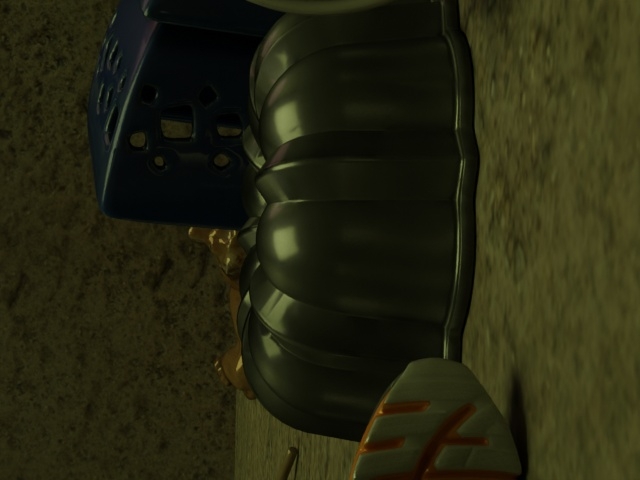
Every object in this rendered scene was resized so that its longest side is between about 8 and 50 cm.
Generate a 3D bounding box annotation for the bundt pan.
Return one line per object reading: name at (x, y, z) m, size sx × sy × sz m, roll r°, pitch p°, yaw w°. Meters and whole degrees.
bundt pan at (0.008, -0.017, 0.802) m, size 0.331 × 0.124 × 0.330 m, roll -179°, pitch 90°, yaw -83°

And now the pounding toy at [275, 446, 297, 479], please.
pounding toy at (-0.103, 0.335, 1.461) m, size 0.269 × 0.154 × 0.154 m, roll 114°, pitch 157°, yaw -70°

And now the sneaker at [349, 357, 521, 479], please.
sneaker at (0.051, 0.164, 0.573) m, size 0.083 × 0.084 × 0.214 m, roll -128°, pitch 40°, yaw -87°

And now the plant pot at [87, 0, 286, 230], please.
plant pot at (-0.074, -0.152, 1.016) m, size 0.236 × 0.236 × 0.212 m, roll -111°, pitch 30°, yaw -57°

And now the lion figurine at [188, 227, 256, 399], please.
lion figurine at (-0.104, 0.107, 1.747) m, size 0.240 × 0.142 × 0.392 m, roll -126°, pitch 24°, yaw -67°

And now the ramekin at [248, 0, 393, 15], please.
ramekin at (0.002, -0.226, 0.623) m, size 0.109 × 0.207 × 0.207 m, roll -74°, pitch -13°, yaw -79°
